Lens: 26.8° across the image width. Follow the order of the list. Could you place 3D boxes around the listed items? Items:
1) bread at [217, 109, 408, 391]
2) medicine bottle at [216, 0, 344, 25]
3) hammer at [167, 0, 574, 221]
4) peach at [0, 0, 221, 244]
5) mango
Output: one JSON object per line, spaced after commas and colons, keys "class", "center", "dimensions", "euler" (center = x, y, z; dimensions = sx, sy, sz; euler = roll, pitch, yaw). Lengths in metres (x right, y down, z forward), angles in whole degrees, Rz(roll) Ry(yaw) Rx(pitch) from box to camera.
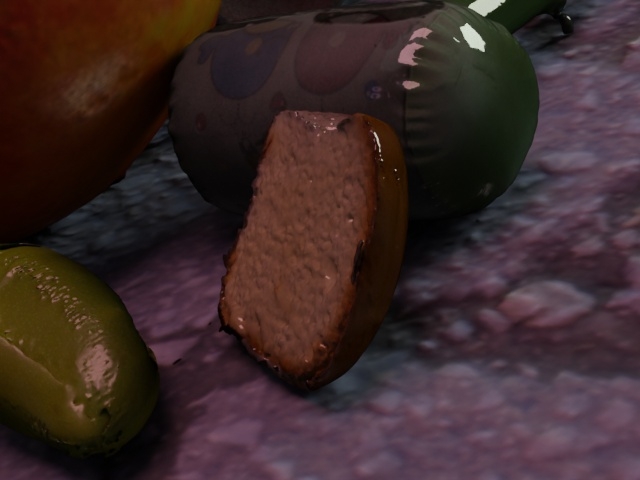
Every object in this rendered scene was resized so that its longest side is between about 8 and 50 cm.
{"class": "bread", "center": [0.000, 0.000, 0.640], "dimensions": [0.044, 0.129, 0.126], "euler": [8, 10, -33]}
{"class": "medicine bottle", "center": [-0.069, -0.278, 1.133], "dimensions": [0.151, 0.151, 0.322], "euler": [-22, 28, -3]}
{"class": "hammer", "center": [0.076, -0.118, 0.809], "dimensions": [0.206, 0.119, 0.335], "euler": [5, 30, 39]}
{"class": "peach", "center": [-0.247, -0.161, 0.825], "dimensions": [0.388, 0.388, 0.388], "euler": [-16, 28, 9]}
{"class": "mango", "center": [-0.133, 0.058, 0.658], "dimensions": [0.091, 0.074, 0.165], "euler": [-26, 39, -20]}
